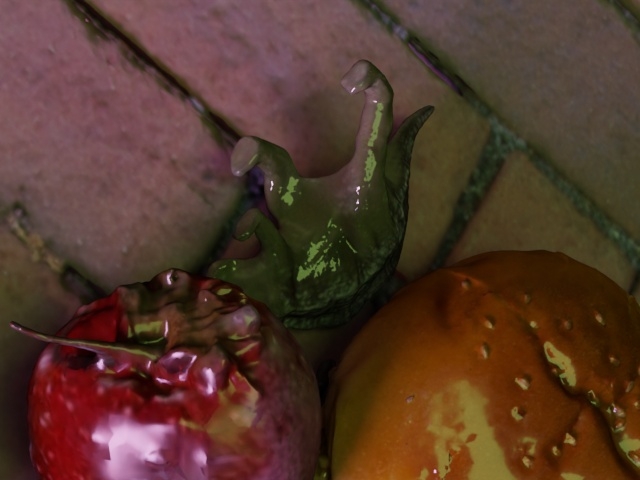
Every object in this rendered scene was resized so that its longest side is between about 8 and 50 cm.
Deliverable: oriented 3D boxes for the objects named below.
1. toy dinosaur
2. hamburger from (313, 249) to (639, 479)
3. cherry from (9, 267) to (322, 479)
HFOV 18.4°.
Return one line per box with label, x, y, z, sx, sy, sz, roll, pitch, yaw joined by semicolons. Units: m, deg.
toy dinosaur;-0.006;-0.001;1.425;0.294;0.077;0.162;-53;134;-9
hamburger;0.132;0.159;1.436;0.314;0.170;0.290;-31;89;-30
cherry;-0.094;0.140;1.299;0.192;0.175;0.249;-8;109;-9
